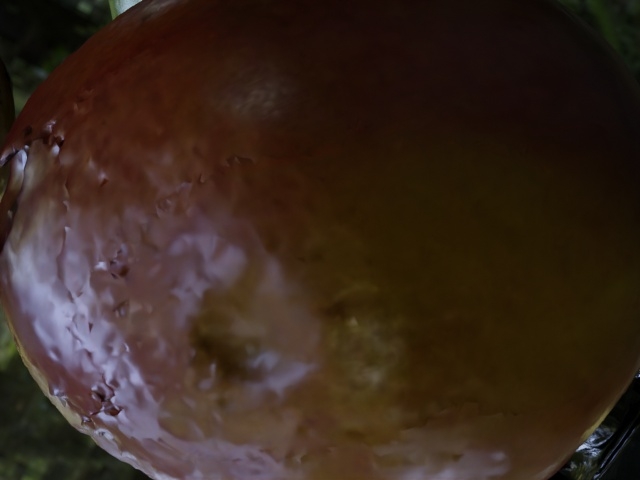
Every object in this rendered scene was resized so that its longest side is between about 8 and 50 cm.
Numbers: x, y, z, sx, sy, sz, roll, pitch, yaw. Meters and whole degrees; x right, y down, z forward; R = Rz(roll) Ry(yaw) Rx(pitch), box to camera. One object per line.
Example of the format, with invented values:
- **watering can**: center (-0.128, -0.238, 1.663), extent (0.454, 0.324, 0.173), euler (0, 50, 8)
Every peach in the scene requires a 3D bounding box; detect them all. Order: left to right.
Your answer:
- **peach**: center (0.000, 0.000, 0.741), extent (0.281, 0.281, 0.238), euler (29, 146, 18)

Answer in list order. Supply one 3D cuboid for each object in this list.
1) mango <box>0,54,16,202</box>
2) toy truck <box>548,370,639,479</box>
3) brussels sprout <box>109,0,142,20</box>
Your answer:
- **mango**: center (-0.268, -0.040, 0.971), extent (0.146, 0.193, 0.316), euler (29, 161, -28)
- **toy truck**: center (0.096, 0.150, 0.898), extent (0.127, 0.257, 0.127), euler (21, -164, -30)
- **brussels sprout**: center (-0.039, -0.170, 1.159), extent (0.223, 0.223, 0.161), euler (28, -170, 6)
